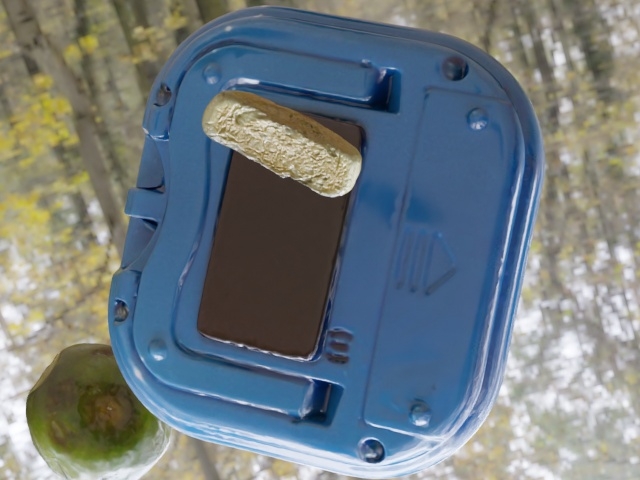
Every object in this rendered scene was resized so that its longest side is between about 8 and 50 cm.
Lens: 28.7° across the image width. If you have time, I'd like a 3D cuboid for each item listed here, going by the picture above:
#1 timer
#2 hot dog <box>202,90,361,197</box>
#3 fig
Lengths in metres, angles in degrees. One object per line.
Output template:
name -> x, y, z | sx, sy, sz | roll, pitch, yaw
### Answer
timer -> 0.000, 0.000, 0.946 | 0.308, 0.340, 0.115 | 12, -179, 13
hot dog -> -0.020, -0.056, 0.678 | 0.090, 0.030, 0.034 | 26, -153, -7
fig -> -0.311, 0.252, 1.756 | 0.206, 0.206, 0.275 | -23, 171, -18
